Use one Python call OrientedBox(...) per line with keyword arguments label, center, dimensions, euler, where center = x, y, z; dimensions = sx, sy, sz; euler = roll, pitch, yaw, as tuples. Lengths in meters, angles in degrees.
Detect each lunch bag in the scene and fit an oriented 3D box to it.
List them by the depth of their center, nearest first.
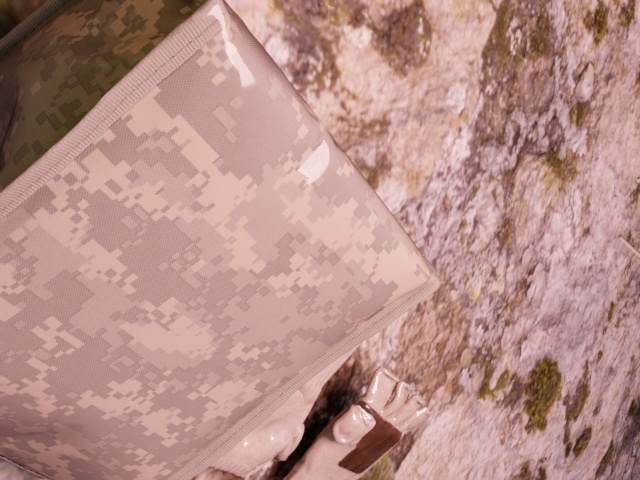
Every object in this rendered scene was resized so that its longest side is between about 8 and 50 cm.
OrientedBox(label="lunch bag", center=(-0.117, 0.013, 0.437), dimensions=(0.287, 0.169, 0.235), euler=(-39, 132, 5))

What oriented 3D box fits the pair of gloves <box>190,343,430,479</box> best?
OrientedBox(label="pair of gloves", center=(-0.010, 0.171, 0.667), dimensions=(0.204, 0.042, 0.240), euler=(-42, 138, -5))
